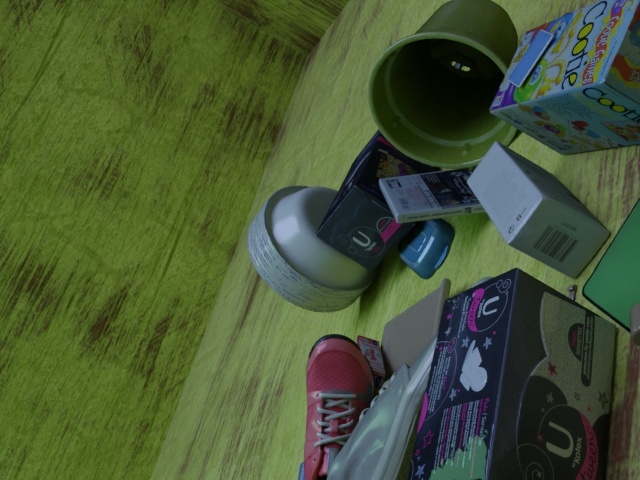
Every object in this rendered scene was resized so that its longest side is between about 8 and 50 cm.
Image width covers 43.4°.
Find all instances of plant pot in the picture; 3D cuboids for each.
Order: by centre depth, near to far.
[{"bbox_3d":[0.257,-0.318,1.495,0.276,0.276,0.254,-47,10,46],"label":"plant pot"}]

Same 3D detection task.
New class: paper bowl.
[{"bbox_3d":[0.000,0.000,1.704,0.148,0.284,0.284,-50,20,40],"label":"paper bowl"}]

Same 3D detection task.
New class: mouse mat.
[{"bbox_3d":[0.387,0.009,0.941,0.190,0.007,0.152,-62,15,11],"label":"mouse mat"}]

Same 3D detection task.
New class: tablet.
[{"bbox_3d":[0.295,-0.255,1.128,0.083,0.006,0.054,-59,15,17],"label":"tablet"}]

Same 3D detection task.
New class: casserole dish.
[{"bbox_3d":[0.194,0.004,1.532,0.114,0.037,0.188,-61,14,8],"label":"casserole dish"}]

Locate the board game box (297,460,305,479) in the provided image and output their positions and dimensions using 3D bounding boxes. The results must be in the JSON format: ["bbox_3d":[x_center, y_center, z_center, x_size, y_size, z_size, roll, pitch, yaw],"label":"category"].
[{"bbox_3d":[-0.018,0.450,1.529,0.090,0.020,0.090,-52,19,42],"label":"board game box"}]

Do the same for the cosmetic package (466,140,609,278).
[{"bbox_3d":[0.297,-0.049,1.128,0.085,0.117,0.231,-57,18,21],"label":"cosmetic package"}]

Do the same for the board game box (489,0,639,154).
[{"bbox_3d":[0.377,-0.219,1.087,0.142,0.144,0.275,-65,16,-6],"label":"board game box"}]

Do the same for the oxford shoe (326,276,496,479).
[{"bbox_3d":[0.125,0.240,1.106,0.130,0.169,0.449,37,105,45],"label":"oxford shoe"}]

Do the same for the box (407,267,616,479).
[{"bbox_3d":[0.221,0.186,0.903,0.142,0.163,0.247,-34,33,55],"label":"box"}]

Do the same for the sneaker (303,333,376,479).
[{"bbox_3d":[0.030,0.306,1.271,0.136,0.116,0.314,-81,-8,-76],"label":"sneaker"}]

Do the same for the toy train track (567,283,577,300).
[{"bbox_3d":[0.314,0.093,1.032,0.048,0.014,0.083,-33,33,61],"label":"toy train track"}]

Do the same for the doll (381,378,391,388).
[{"bbox_3d":[0.093,0.306,1.253,0.129,0.046,0.189,-94,15,-86],"label":"doll"}]

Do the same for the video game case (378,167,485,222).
[{"bbox_3d":[0.203,-0.082,1.424,0.190,0.173,0.022,-103,6,-67],"label":"video game case"}]

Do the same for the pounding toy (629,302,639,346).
[{"bbox_3d":[0.342,0.063,0.666,0.206,0.181,0.094,-46,24,49],"label":"pounding toy"}]

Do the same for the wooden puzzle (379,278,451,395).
[{"bbox_3d":[0.152,0.203,1.347,0.239,0.044,0.221,129,160,-53],"label":"wooden puzzle"}]

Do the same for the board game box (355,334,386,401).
[{"bbox_3d":[0.058,0.283,1.410,0.147,0.045,0.193,-91,20,-76],"label":"board game box"}]

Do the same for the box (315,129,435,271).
[{"bbox_3d":[0.122,-0.097,1.640,0.165,0.143,0.270,-52,7,41],"label":"box"}]

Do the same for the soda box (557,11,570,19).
[{"bbox_3d":[0.388,-0.285,1.327,0.169,0.053,0.060,-68,15,-16],"label":"soda box"}]

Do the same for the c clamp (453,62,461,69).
[{"bbox_3d":[0.317,-0.440,1.874,0.161,0.022,0.137,-58,16,21],"label":"c clamp"}]
